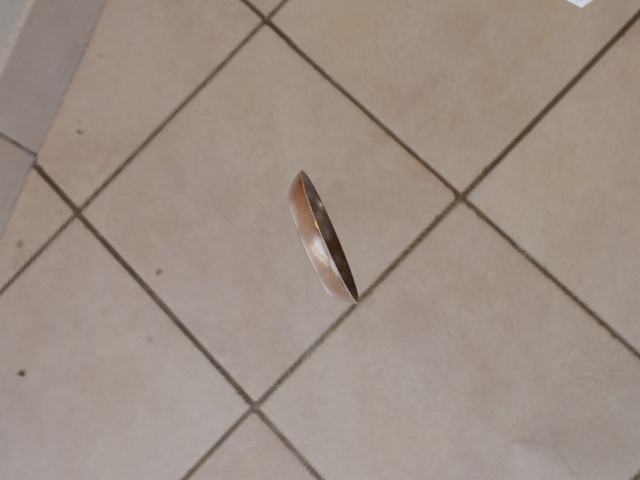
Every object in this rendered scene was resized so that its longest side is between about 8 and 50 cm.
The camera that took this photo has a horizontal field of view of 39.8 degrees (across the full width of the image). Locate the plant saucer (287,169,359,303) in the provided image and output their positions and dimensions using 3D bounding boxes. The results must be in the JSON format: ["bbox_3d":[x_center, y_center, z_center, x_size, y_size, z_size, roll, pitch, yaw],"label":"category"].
[{"bbox_3d":[0.000,0.000,1.025,0.029,0.168,0.168,-22,74,7],"label":"plant saucer"}]

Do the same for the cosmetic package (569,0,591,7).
[{"bbox_3d":[0.358,-0.352,0.974,0.239,0.099,0.060,-28,64,41],"label":"cosmetic package"}]
